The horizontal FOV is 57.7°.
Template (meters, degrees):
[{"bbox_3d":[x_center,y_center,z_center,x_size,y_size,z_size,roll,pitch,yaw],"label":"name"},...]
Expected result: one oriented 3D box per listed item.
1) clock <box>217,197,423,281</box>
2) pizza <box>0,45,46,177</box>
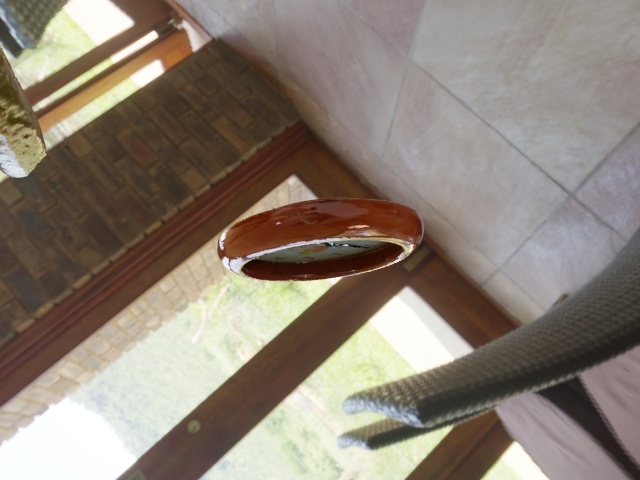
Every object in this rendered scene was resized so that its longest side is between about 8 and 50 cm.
[{"bbox_3d":[0.000,0.000,0.582,0.205,0.206,0.051,118,147,-73],"label":"clock"},{"bbox_3d":[-0.331,-0.176,0.514,0.268,0.087,0.257,6,129,61],"label":"pizza"}]
